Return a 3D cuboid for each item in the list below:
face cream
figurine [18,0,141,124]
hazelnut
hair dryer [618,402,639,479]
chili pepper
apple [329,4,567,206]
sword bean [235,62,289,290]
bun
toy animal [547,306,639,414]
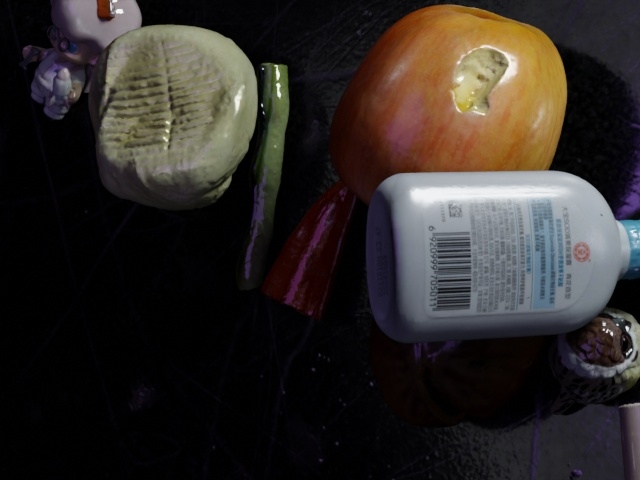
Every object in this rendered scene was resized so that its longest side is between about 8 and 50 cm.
[{"bbox_3d":[0.210,0.012,1.762,0.080,0.337,0.163,180,88,-67],"label":"face cream"},{"bbox_3d":[-0.289,-0.248,2.201,0.137,0.112,0.229,49,121,34],"label":"figurine"},{"bbox_3d":[0.142,0.098,1.868,0.204,0.178,0.178,-20,74,25],"label":"hazelnut"},{"bbox_3d":[0.404,0.246,1.763,0.220,0.054,0.195,-11,78,28],"label":"hair dryer"},{"bbox_3d":[0.002,0.001,2.026,0.088,0.065,0.169,26,93,29],"label":"chili pepper"},{"bbox_3d":[0.130,-0.130,1.863,0.242,0.242,0.241,27,94,30],"label":"apple"},{"bbox_3d":[-0.067,-0.074,2.087,0.043,0.038,0.269,4,86,43],"label":"sword bean"},{"bbox_3d":[-0.169,-0.138,2.099,0.229,0.145,0.229,-6,68,16],"label":"bun"},{"bbox_3d":[0.268,0.128,1.833,0.137,0.098,0.098,-48,64,17],"label":"toy animal"}]
